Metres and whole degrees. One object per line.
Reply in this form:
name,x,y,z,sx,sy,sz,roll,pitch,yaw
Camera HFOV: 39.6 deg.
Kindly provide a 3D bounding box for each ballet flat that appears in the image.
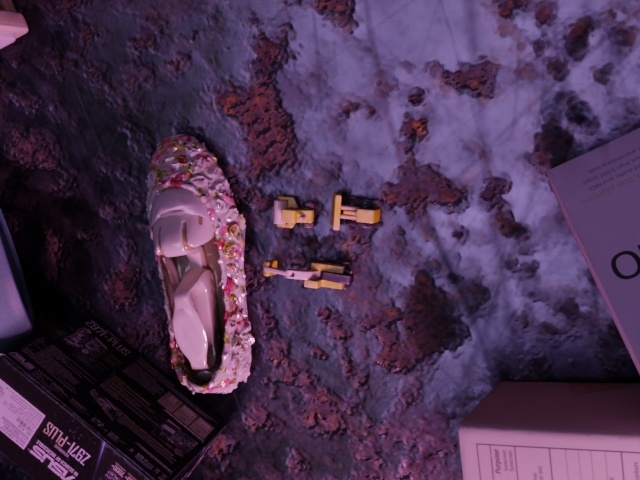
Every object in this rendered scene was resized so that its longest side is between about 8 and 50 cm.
ballet flat,-0.109,0.025,0.789,0.091,0.077,0.241,-10,97,18

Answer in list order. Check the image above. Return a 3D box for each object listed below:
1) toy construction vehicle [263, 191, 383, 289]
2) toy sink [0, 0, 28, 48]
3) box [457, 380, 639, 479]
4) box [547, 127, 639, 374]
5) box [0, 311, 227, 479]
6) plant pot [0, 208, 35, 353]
toy construction vehicle,0.000,0.000,0.775,0.098,0.035,0.086,10,102,14
toy sink,-0.363,-0.211,0.778,0.131,0.153,0.234,-21,93,18
box,0.270,0.189,0.655,0.311,0.121,0.148,-2,99,29
box,0.313,0.033,0.575,0.232,0.058,0.322,-26,53,14
box,-0.197,0.163,0.802,0.180,0.147,0.077,37,107,6
plant pot,-0.369,0.047,0.787,0.195,0.290,0.290,-17,96,-15
